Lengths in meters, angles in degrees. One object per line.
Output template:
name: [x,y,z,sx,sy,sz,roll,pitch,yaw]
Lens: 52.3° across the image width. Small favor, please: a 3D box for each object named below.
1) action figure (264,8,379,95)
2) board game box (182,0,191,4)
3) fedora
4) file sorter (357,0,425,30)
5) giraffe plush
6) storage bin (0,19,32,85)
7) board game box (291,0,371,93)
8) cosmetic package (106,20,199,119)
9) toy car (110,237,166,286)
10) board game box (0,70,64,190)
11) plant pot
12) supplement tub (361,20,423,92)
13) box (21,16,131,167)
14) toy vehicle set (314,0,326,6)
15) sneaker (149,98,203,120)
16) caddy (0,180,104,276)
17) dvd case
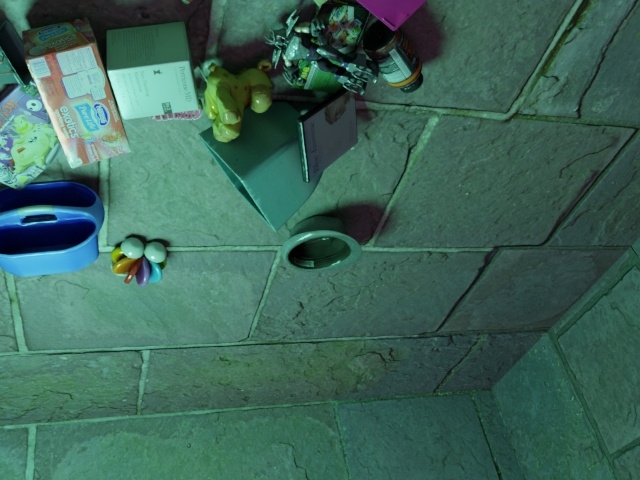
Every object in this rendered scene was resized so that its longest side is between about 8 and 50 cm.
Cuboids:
action figure: [-0.002,-0.449,1.584,0.285,0.099,0.185,18,149,-16]
board game box: [-0.230,-0.624,1.385,0.259,0.039,0.124,-31,141,18]
fedora: [0.000,0.000,2.208,0.275,0.124,0.244,-20,142,22]
file sorter: [0.174,-0.643,1.361,0.202,0.182,0.290,24,129,-39]
giraffe plush: [-0.197,-0.369,1.641,0.170,0.210,0.181,-16,-177,-22]
storage bin: [-0.724,-0.409,1.462,0.091,0.098,0.135,-7,139,8]
board game box: [0.024,-0.488,1.650,0.136,0.030,0.260,1,141,-23]
cosmetic package: [-0.392,-0.399,1.529,0.183,0.151,0.151,-9,145,-6]
toy car: [-0.591,0.085,2.122,0.182,0.136,0.159,13,136,-31]
board game box: [-0.761,-0.274,1.670,0.347,0.056,0.208,-32,136,24]
plant pot: [-0.129,-0.227,1.772,0.252,0.248,0.247,-38,143,-7]
supplement tub: [0.194,-0.464,1.671,0.106,0.106,0.198,-28,142,19]
box: [-0.561,-0.340,1.515,0.154,0.142,0.300,-18,137,-12]
toy vehicle set: [-0.075,-0.622,1.321,0.035,0.166,0.267,-29,141,19]
sneaker: [-0.379,-0.347,1.680,0.170,0.075,0.063,5,118,8]
caddy: [-0.772,-0.043,1.813,0.341,0.241,0.179,-6,150,-11]
dvd case: [0.023,-0.289,1.735,0.022,0.253,0.180,18,132,30]
